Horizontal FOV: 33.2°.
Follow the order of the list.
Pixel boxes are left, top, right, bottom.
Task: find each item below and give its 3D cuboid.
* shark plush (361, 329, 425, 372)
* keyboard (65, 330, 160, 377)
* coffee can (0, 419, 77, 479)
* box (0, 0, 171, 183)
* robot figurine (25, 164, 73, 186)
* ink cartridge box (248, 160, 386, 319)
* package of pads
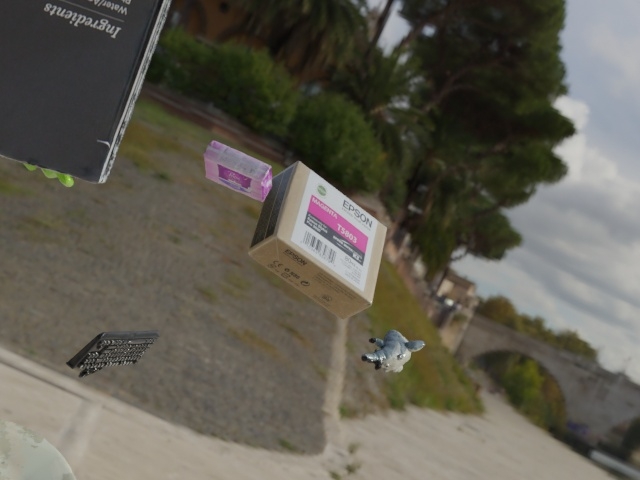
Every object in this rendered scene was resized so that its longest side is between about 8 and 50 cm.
[{"bbox_3d":[0.104,0.191,1.809,0.067,0.073,0.161,47,36,17],"label":"shark plush"},{"bbox_3d":[-0.331,0.183,1.698,0.023,0.108,0.180,54,14,17],"label":"keyboard"},{"bbox_3d":[-0.411,0.339,1.181,0.201,0.202,0.275,27,-45,-26],"label":"coffee can"},{"bbox_3d":[-0.322,-0.377,1.168,0.297,0.472,0.480,15,15,-24],"label":"box"},{"bbox_3d":[-0.344,-0.127,1.390,0.115,0.101,0.067,58,-3,2],"label":"robot figurine"},{"bbox_3d":[0.000,0.000,1.947,0.234,0.193,0.088,35,-43,-24],"label":"ink cartridge box"},{"bbox_3d":[-0.099,-0.083,1.282,0.083,0.032,0.050,24,-26,11],"label":"package of pads"}]
